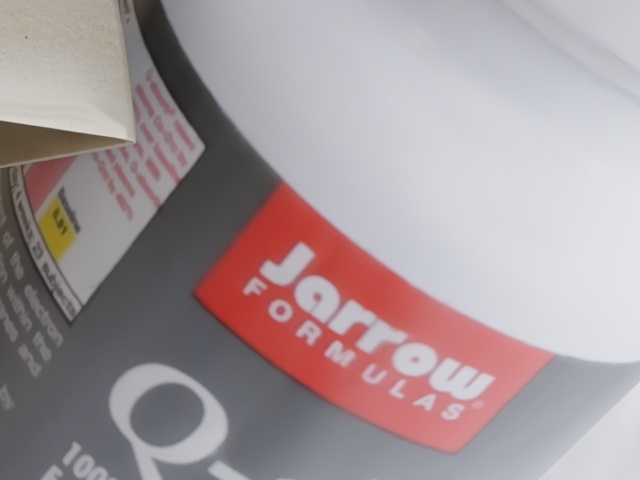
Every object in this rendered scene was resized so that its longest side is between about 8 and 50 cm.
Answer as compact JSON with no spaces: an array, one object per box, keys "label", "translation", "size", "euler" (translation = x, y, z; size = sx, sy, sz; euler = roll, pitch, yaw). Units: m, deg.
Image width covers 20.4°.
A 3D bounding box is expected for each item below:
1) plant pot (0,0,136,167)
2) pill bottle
[{"label":"plant pot","translation":[-0.120,-0.075,0.474],"size":[0.109,0.109,0.096],"euler":[-5,-99,50]},{"label":"pill bottle","translation":[0.000,0.000,0.581],"size":[0.363,0.210,0.210],"euler":[-50,-169,30]}]
